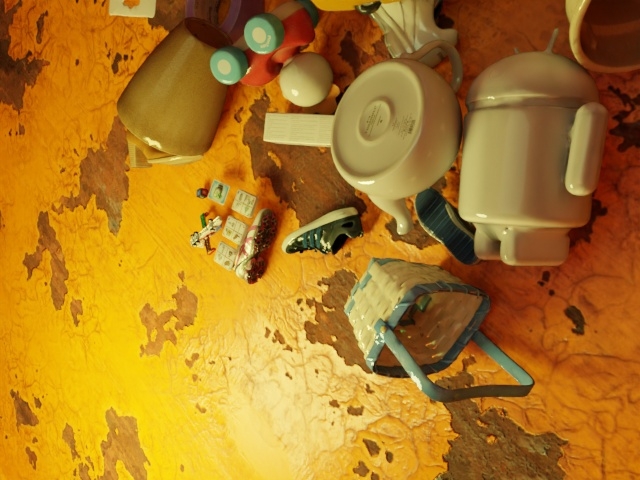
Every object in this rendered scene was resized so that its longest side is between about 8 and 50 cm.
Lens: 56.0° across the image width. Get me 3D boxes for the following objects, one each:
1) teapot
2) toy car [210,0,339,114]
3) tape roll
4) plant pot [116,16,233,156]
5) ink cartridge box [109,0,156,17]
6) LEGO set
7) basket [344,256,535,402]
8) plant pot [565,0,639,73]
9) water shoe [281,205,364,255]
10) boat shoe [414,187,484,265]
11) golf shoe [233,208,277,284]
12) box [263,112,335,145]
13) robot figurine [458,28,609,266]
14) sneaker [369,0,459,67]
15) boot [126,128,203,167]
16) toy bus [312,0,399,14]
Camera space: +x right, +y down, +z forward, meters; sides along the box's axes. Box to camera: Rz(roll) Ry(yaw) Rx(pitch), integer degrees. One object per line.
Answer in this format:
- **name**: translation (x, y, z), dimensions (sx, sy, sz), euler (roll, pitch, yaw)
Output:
- **teapot**: translation (0.156, -0.186, 1.052), dimensions (0.256, 0.187, 0.252), euler (-38, 54, 35)
- **toy car**: translation (-0.064, -0.351, 1.267), dimensions (0.210, 0.219, 0.238), euler (-29, 103, 34)
- **tape roll**: translation (-0.227, -0.548, 1.421), dimensions (0.189, 0.080, 0.188), euler (1, 91, 37)
- **plant pot**: translation (-0.304, -0.362, 1.368), dimensions (0.237, 0.237, 0.254), euler (54, 127, 22)
- **ink cartridge box**: translation (-0.412, -0.733, 1.526), dimensions (0.207, 0.119, 0.353), euler (18, 102, 34)
- **LEGO set**: translation (-0.238, -0.046, 1.458), dimensions (0.244, 0.060, 0.182), euler (25, 97, 45)
- **basket**: translation (0.199, 0.163, 1.031), dimensions (0.289, 0.255, 0.201), euler (45, 116, 48)
- **plant pot**: translation (0.432, -0.456, 0.814), dimensions (0.334, 0.334, 0.305), euler (-36, 59, 32)
- **water shoe**: translation (0.000, 0.000, 1.277), dimensions (0.203, 0.073, 0.080), euler (-30, 77, 34)
- **boat shoe**: translation (0.239, -0.023, 1.099), dimensions (0.066, 0.066, 0.183), euler (-48, 55, 27)
- **golf shoe**: translation (-0.161, 0.005, 1.400), dimensions (0.086, 0.068, 0.186), euler (32, 110, 33)
- **box**: translation (0.022, -0.227, 1.257), dimensions (0.324, 0.063, 0.067), euler (10, 96, 36)
- **robot figurine**: translation (0.324, -0.138, 0.950), dimensions (0.300, 0.200, 0.353), euler (-165, 77, -66)
- **sneaker**: translation (0.156, -0.445, 1.140), dimensions (0.129, 0.111, 0.297), euler (-33, 79, 21)
- **boot**: translation (-0.412, -0.299, 1.553), dimensions (0.295, 0.104, 0.211), euler (2, 93, 41)
- **toy bus**: translation (0.132, -0.487, 1.042), dimensions (0.333, 0.108, 0.130), euler (-5, 84, 18)
